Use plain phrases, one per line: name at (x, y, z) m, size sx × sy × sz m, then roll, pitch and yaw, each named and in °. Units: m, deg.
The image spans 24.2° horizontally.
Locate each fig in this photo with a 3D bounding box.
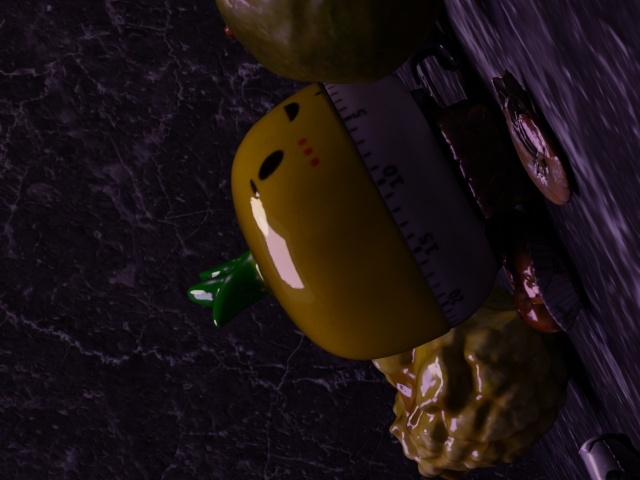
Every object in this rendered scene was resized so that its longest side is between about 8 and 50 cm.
fig at (0.008, -0.217, 1.034) m, size 0.167 × 0.167 × 0.234 m, roll -115°, pitch 21°, yaw -47°

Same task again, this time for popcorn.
popcorn at (0.176, 0.152, 1.753) m, size 0.270 × 0.224 × 0.258 m, roll -121°, pitch 9°, yaw -50°

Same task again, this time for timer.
timer at (0.000, 0.000, 1.370) m, size 0.285 × 0.285 × 0.285 m, roll 63°, pitch -178°, yaw -3°

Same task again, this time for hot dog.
hot dog at (0.193, 0.025, 1.379) m, size 0.191 × 0.059 × 0.108 m, roll -101°, pitch -11°, yaw -77°

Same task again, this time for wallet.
wallet at (0.309, 0.275, 1.266) m, size 0.170 × 0.069 × 0.231 m, roll 35°, pitch -154°, yaw -47°

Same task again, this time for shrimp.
shrimp at (0.154, -0.071, 1.057) m, size 0.108 × 0.023 × 0.059 m, roll 63°, pitch 172°, yaw -27°

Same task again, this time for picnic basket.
picnic basket at (0.140, -0.076, 1.338) m, size 0.110 × 0.054 × 0.193 m, roll 62°, pitch -179°, yaw -7°

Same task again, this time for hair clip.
hair clip at (0.064, -0.228, 1.314) m, size 0.146 × 0.056 × 0.187 m, roll 137°, pitch 109°, yaw -85°

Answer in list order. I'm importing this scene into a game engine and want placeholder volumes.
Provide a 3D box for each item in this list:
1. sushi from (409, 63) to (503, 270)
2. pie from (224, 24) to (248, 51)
sushi at (0.165, -0.052, 1.806) m, size 0.294 × 0.059 × 0.292 m, roll 63°, pitch -178°, yaw 25°
pie at (-0.054, -0.356, 1.648) m, size 0.308 × 0.085 × 0.308 m, roll -173°, pitch 90°, yaw -87°
